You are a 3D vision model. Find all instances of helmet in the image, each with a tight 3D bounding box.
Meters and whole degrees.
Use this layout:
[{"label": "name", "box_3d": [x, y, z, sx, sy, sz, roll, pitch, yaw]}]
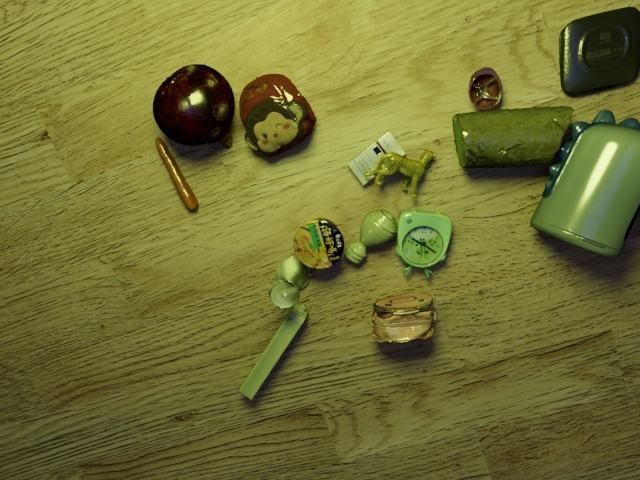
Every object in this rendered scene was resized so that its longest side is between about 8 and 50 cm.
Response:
[{"label": "helmet", "box_3d": [0.453, -0.419, 1.222, 0.089, 0.057, 0.111, -10, 104, 11]}]

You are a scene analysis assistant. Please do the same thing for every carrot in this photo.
[{"label": "carrot", "box_3d": [-0.450, -0.205, 1.370, 0.043, 0.043, 0.248, -24, 99, 11]}]

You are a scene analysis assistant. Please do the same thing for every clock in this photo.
[{"label": "clock", "box_3d": [0.306, 0.013, 1.345, 0.159, 0.066, 0.211, 8, 106, 3]}]

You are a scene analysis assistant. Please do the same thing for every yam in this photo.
[{"label": "yam", "box_3d": [0.519, -0.282, 1.198, 0.304, 0.168, 0.168, -1, 105, 6]}]

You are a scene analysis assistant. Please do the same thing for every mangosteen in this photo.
[{"label": "mangosteen", "box_3d": [-0.335, -0.352, 1.243, 0.235, 0.235, 0.261, -30, 134, 12]}]

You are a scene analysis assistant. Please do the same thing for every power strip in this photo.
[{"label": "power strip", "box_3d": [-0.153, 0.363, 1.466, 0.062, 0.091, 0.385, 32, 105, -1]}]

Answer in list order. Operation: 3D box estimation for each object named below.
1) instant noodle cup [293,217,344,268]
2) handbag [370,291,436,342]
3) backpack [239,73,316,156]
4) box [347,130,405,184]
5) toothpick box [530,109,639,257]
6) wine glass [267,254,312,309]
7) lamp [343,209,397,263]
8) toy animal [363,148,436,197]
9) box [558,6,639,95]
[{"label": "instant noodle cup", "box_3d": [0.000, 0.000, 1.341, 0.151, 0.122, 0.152, 1, 103, 6]}, {"label": "handbag", "box_3d": [0.254, 0.236, 1.356, 0.205, 0.179, 0.116, -7, 97, 6]}, {"label": "backpack", "box_3d": [-0.131, -0.364, 1.253, 0.229, 0.139, 0.229, 9, 119, 16]}, {"label": "box", "box_3d": [0.165, -0.244, 1.303, 0.154, 0.040, 0.084, -36, 99, 13]}, {"label": "toothpick box", "box_3d": [0.739, -0.159, 1.175, 0.263, 0.263, 0.355, 21, 103, -1]}, {"label": "wine glass", "box_3d": [-0.099, 0.132, 1.353, 0.122, 0.183, 0.122, 2, 104, 6]}, {"label": "lamp", "box_3d": [0.153, -0.012, 1.341, 0.106, 0.106, 0.193, 37, 115, -5]}, {"label": "toy animal", "box_3d": [0.229, -0.214, 1.266, 0.181, 0.073, 0.136, 15, 115, -16]}, {"label": "box", "box_3d": [0.755, -0.507, 1.181, 0.212, 0.042, 0.201, -9, 102, 7]}]
